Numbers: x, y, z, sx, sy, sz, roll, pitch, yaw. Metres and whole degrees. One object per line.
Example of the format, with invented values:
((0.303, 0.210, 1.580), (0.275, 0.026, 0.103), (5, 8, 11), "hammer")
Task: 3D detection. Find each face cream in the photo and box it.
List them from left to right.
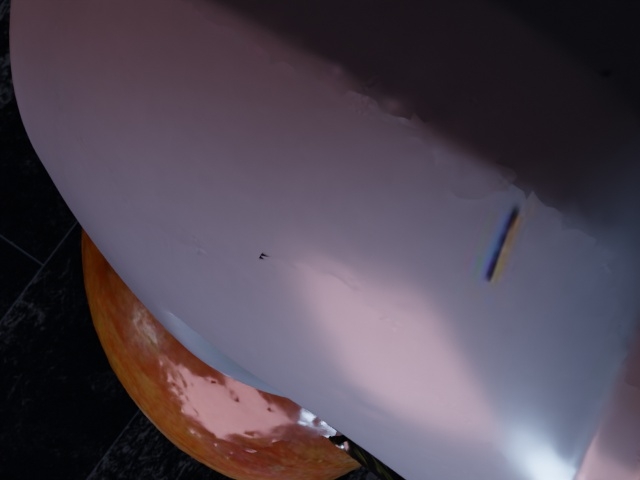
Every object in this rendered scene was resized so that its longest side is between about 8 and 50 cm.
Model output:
((0.068, -0.013, 0.623), (0.357, 0.219, 0.312), (31, 173, 30), "face cream")

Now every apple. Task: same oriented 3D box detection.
((0.000, 0.000, 1.040), (0.301, 0.301, 0.301), (37, 177, 3), "apple")
